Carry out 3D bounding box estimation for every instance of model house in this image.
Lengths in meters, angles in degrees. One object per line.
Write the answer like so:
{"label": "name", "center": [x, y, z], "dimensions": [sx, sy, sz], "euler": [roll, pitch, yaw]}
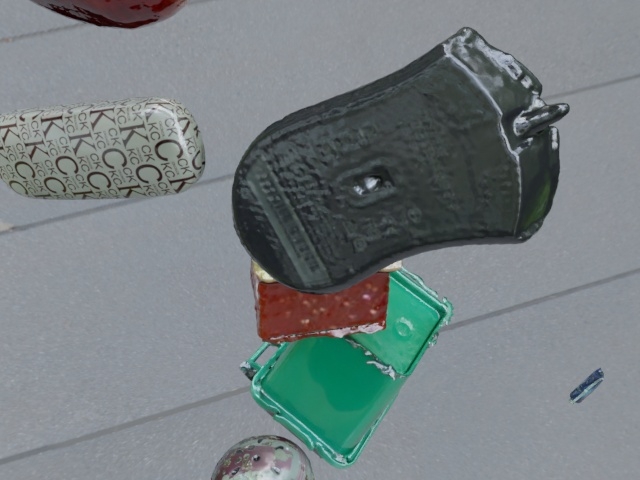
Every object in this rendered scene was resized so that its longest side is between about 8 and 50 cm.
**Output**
{"label": "model house", "center": [0.000, 0.000, 0.716], "dimensions": [0.195, 0.254, 0.160], "euler": [-5, 47, -7]}

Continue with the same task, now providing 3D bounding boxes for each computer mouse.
{"label": "computer mouse", "center": [0.051, -0.052, 0.407], "dimensions": [0.147, 0.264, 0.088], "euler": [63, 35, -17]}

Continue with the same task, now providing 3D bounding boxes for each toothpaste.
{"label": "toothpaste", "center": [0.400, 0.222, 0.813], "dimensions": [0.019, 0.083, 0.027], "euler": [24, 41, 5]}

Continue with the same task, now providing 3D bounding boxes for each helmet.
{"label": "helmet", "center": [-0.090, 0.386, 0.885], "dimensions": [0.176, 0.107, 0.153], "euler": [10, 37, -6]}

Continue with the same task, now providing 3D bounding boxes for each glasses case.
{"label": "glasses case", "center": [-0.333, -0.130, 0.787], "dimensions": [0.354, 0.137, 0.085], "euler": [1, 31, 18]}

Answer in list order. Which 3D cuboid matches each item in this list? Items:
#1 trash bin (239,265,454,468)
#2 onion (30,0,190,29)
{"label": "trash bin", "center": [0.042, 0.205, 1.011], "dimensions": [0.295, 0.381, 0.259], "euler": [37, 48, 10]}
{"label": "onion", "center": [-0.202, -0.290, 0.433], "dimensions": [0.247, 0.248, 0.161], "euler": [23, 53, 2]}
